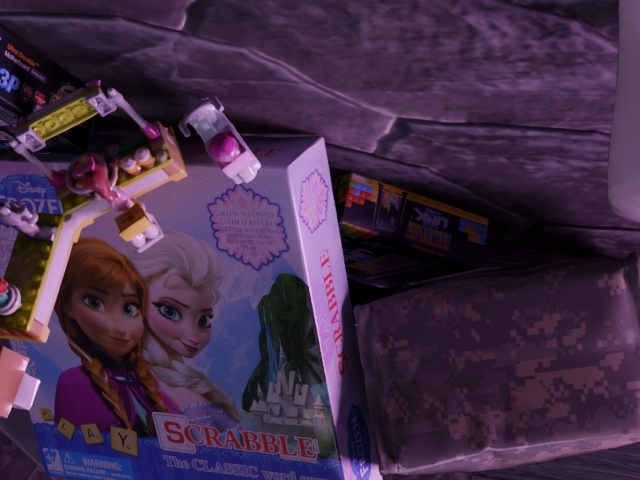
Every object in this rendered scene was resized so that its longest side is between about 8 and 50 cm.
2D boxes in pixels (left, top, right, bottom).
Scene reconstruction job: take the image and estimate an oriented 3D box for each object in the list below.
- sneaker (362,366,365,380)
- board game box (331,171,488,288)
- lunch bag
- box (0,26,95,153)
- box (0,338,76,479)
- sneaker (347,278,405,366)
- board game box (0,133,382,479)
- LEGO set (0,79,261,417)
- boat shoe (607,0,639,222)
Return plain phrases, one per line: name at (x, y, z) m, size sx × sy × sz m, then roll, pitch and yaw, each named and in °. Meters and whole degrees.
sneaker at (-0.026, 0.079, 1.299) m, size 0.236 × 0.095 × 0.104 m, roll 49°, pitch 144°, yaw -3°
board game box at (0.040, -0.005, 1.309) m, size 0.141 × 0.048 × 0.170 m, roll 19°, pitch 164°, yaw -24°
lunch bag at (0.168, 0.105, 1.297) m, size 0.235 × 0.168 × 0.287 m, roll -9°, pitch 174°, yaw 8°
box at (-0.292, -0.122, 1.083) m, size 0.175 × 0.051 × 0.220 m, roll 3°, pitch 164°, yaw 26°
box at (-0.224, 0.145, 1.549) m, size 0.345 × 0.168 × 0.215 m, roll 36°, pitch -179°, yaw 30°
sneaker at (-0.038, 0.050, 1.516) m, size 0.286 × 0.109 × 0.130 m, roll 8°, pitch 158°, yaw -17°
board game box at (-0.124, 0.068, 1.252) m, size 0.319 × 0.318 × 0.066 m, roll 2°, pitch -154°, yaw 28°
LEGO set at (-0.188, -0.013, 1.072) m, size 0.132 × 0.287 × 0.107 m, roll 44°, pitch 177°, yaw 33°
boat shoe at (0.228, -0.079, 0.710) m, size 0.158 × 0.127 × 0.340 m, roll 15°, pitch 167°, yaw 15°
